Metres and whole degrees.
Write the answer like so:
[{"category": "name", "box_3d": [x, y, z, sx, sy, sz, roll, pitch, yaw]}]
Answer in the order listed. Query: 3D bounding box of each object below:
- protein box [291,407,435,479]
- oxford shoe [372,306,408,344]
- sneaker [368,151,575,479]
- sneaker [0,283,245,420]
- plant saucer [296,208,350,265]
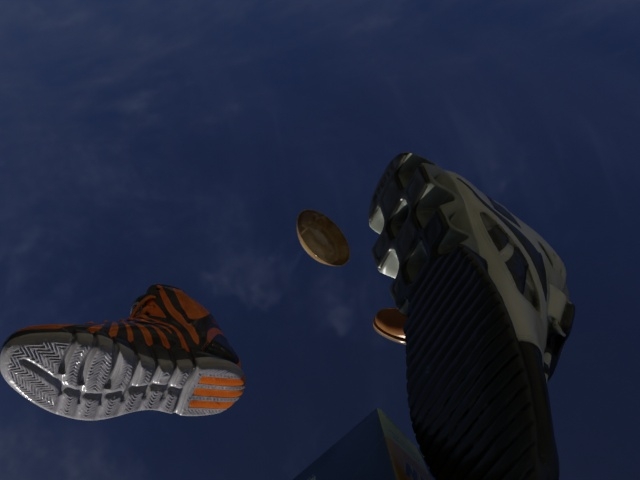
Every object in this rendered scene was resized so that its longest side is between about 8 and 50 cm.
[{"category": "protein box", "box_3d": [0.018, 0.254, 0.535, 0.200, 0.136, 0.201, -41, -169, 5]}, {"category": "oxford shoe", "box_3d": [0.184, 0.129, 1.354, 0.212, 0.076, 0.076, 4, -137, 24]}, {"category": "sneaker", "box_3d": [0.138, 0.059, 0.606, 0.146, 0.122, 0.330, 17, -142, -20]}, {"category": "sneaker", "box_3d": [-0.266, 0.139, 1.098, 0.124, 0.321, 0.180, -60, -144, 21]}, {"category": "plant saucer", "box_3d": [0.000, 0.000, 0.997, 0.015, 0.083, 0.083, -42, -146, 31]}]
